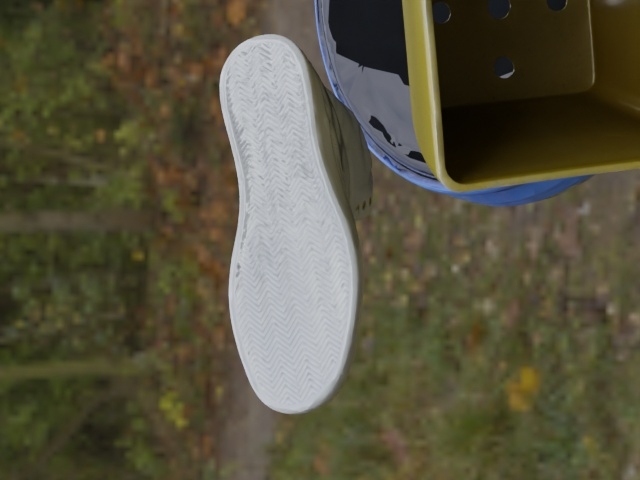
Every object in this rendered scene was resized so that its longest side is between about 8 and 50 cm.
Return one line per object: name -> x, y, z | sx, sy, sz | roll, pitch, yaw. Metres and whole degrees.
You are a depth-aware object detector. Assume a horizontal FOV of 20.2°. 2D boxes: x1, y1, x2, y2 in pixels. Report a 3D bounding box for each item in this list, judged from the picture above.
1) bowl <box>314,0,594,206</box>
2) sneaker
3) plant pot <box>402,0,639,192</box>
bowl -> 0.139, -0.223, 1.580 | 0.391, 0.077, 0.391 | 9, 102, 47
sneaker -> 0.000, 0.000, 1.409 | 0.169, 0.108, 0.292 | 34, -131, -66
plant pot -> 0.148, -0.158, 1.208 | 0.187, 0.212, 0.212 | -147, 51, -75
